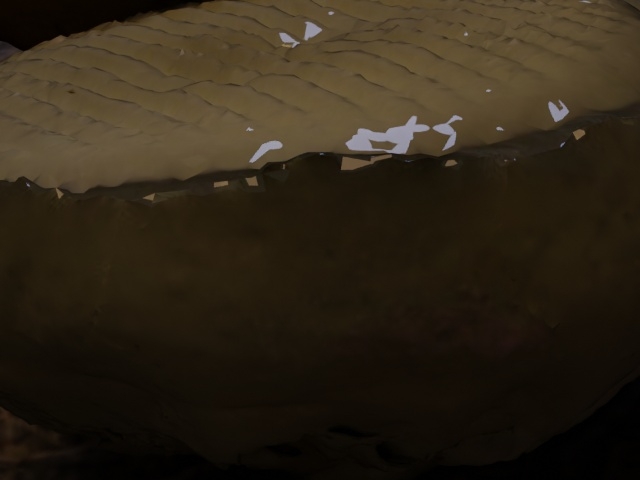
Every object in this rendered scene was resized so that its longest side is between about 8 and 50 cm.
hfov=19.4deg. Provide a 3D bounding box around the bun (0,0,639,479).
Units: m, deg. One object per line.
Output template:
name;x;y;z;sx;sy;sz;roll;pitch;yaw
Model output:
bun;0.000;0.000;0.614;0.287;0.146;0.287;-5;19;2

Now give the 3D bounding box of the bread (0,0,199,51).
bread;-0.050;-0.221;0.801;0.358;0.204;0.336;-3;59;-23
